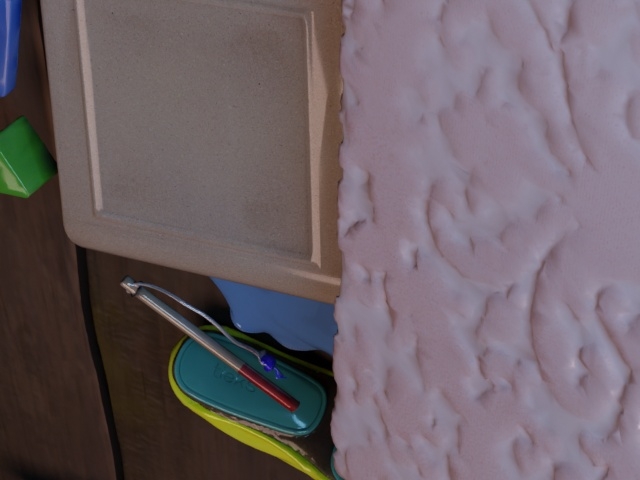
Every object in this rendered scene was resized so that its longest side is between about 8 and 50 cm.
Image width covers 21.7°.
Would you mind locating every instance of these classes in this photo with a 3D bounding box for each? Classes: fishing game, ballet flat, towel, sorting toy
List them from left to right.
[{"bbox_3d":[-0.053,-0.067,0.846,0.347,0.047,0.196,12,124,25],"label":"sorting toy"},{"bbox_3d":[0.000,0.000,0.934,0.189,0.041,0.264,36,137,-13],"label":"fishing game"},{"bbox_3d":[0.009,0.122,1.072,0.231,0.077,0.077,27,168,9],"label":"ballet flat"},{"bbox_3d":[0.123,0.039,0.672,0.317,0.053,0.332,33,134,40],"label":"towel"}]
